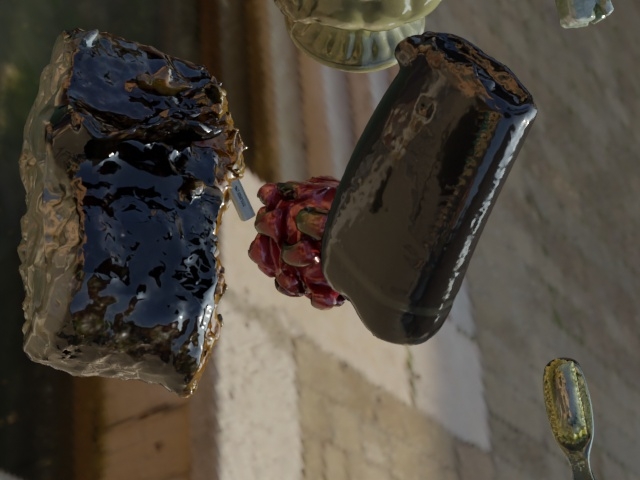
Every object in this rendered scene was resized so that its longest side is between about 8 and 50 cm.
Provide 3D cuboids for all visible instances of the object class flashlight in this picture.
[{"bbox_3d":[-0.100,-0.062,1.691,0.018,0.018,0.083,24,-39,65],"label":"flashlight"}]

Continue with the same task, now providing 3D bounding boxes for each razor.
[{"bbox_3d":[0.114,-0.060,1.697,0.114,0.349,0.204,-4,36,-40],"label":"razor"}]

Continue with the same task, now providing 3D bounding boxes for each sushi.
[{"bbox_3d":[-0.165,-0.040,1.317,0.208,0.234,0.348,10,54,-20],"label":"sushi"}]

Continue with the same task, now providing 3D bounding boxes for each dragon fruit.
[{"bbox_3d":[-0.006,0.004,2.046,0.218,0.198,0.273,58,17,2],"label":"dragon fruit"}]

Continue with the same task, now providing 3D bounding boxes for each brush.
[{"bbox_3d":[0.369,0.289,2.128,0.060,0.068,0.296,63,17,-55],"label":"brush"}]

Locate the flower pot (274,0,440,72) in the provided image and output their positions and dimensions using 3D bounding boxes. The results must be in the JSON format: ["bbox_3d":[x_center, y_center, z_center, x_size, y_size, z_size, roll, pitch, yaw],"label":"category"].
[{"bbox_3d":[0.053,-0.393,2.127,0.244,0.308,0.307,92,-6,-57],"label":"flower pot"}]

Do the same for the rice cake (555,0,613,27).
[{"bbox_3d":[0.309,-0.442,1.885,0.066,0.063,0.336,178,-100,-80],"label":"rice cake"}]
